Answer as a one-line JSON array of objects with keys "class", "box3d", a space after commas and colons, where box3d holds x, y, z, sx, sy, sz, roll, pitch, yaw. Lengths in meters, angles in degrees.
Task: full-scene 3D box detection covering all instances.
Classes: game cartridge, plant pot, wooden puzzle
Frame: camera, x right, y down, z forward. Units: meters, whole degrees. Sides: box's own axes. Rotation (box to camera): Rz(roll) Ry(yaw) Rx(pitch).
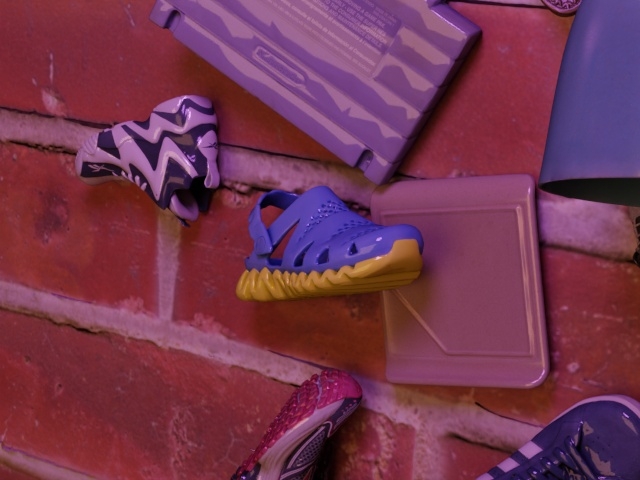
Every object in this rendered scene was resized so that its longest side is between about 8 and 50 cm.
[{"class": "game cartridge", "box3d": [-0.009, -0.255, 1.792, 0.355, 0.068, 0.230, 37, 114, 10]}, {"class": "plant pot", "box3d": [0.359, -0.155, 1.439, 0.293, 0.293, 0.235, 3, 86, 37]}, {"class": "wooden puzzle", "box3d": [0.161, 0.047, 1.769, 0.221, 0.044, 0.238, -2, 92, 38]}]

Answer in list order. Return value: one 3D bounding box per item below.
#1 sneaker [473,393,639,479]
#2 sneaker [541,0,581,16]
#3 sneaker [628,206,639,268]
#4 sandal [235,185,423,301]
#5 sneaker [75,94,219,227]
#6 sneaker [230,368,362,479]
[{"class": "sneaker", "box3d": [0.221, 0.295, 1.694, 0.350, 0.148, 0.131, -46, 70, 33]}, {"class": "sneaker", "box3d": [0.232, -0.315, 1.626, 0.064, 0.086, 0.192, -27, 77, 8]}, {"class": "sneaker", "box3d": [0.340, 0.000, 1.602, 0.038, 0.069, 0.098, -37, 75, 35]}, {"class": "sandal", "box3d": [0.000, 0.000, 1.805, 0.317, 0.126, 0.138, -6, 83, 52]}, {"class": "sneaker", "box3d": [-0.218, -0.077, 1.998, 0.235, 0.094, 0.153, -22, 76, 28]}, {"class": "sneaker", "box3d": [-0.030, 0.281, 1.920, 0.112, 0.121, 0.299, 32, 119, -4]}]
